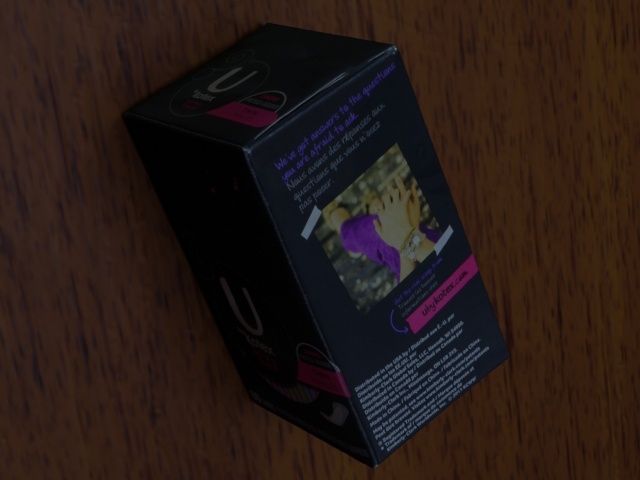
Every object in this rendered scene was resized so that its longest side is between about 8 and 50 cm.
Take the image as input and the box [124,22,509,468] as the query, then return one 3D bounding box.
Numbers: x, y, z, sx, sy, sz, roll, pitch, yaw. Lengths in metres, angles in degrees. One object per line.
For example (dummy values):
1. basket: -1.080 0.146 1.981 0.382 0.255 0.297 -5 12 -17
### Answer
1. box: 0.000 0.000 1.133 0.143 0.165 0.270 -35 120 -24
